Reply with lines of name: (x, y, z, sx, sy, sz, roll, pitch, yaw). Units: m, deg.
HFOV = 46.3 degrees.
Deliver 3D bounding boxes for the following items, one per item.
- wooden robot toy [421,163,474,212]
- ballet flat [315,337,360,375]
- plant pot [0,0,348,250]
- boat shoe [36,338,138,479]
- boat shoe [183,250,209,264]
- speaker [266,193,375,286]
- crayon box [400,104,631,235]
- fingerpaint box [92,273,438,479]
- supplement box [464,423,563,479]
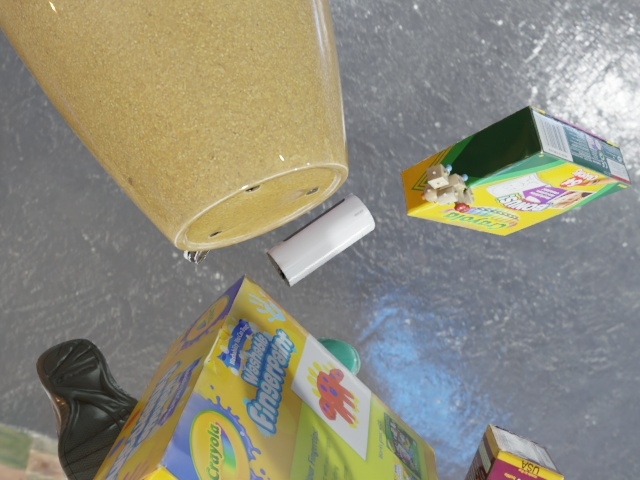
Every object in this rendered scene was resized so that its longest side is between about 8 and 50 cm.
wooden robot toy: (0.214, -0.082, 1.326, 0.079, 0.076, 0.173, -17, 166, 26)
ballet flat: (-0.046, 0.192, 1.132, 0.087, 0.083, 0.247, -2, 175, -37)
plant pot: (-0.086, -0.131, 0.489, 0.237, 0.255, 0.237, -24, 170, -5)
boat shoe: (-0.293, 0.257, 0.989, 0.118, 0.320, 0.103, -23, 129, -25)
boat shoe: (-0.234, -0.007, 1.557, 0.125, 0.038, 0.046, -54, 151, -8)
speaker: (0.000, 0.000, 0.945, 0.136, 0.055, 0.055, -35, 128, -10)
crayon box: (0.399, -0.123, 1.529, 0.362, 0.106, 0.313, 9, 154, -43)
fingerpaint box: (-0.037, 0.281, 0.824, 0.371, 0.445, 0.163, 44, 104, -10)
supplement box: (0.204, 0.329, 0.884, 0.080, 0.104, 0.188, 22, 95, 5)
